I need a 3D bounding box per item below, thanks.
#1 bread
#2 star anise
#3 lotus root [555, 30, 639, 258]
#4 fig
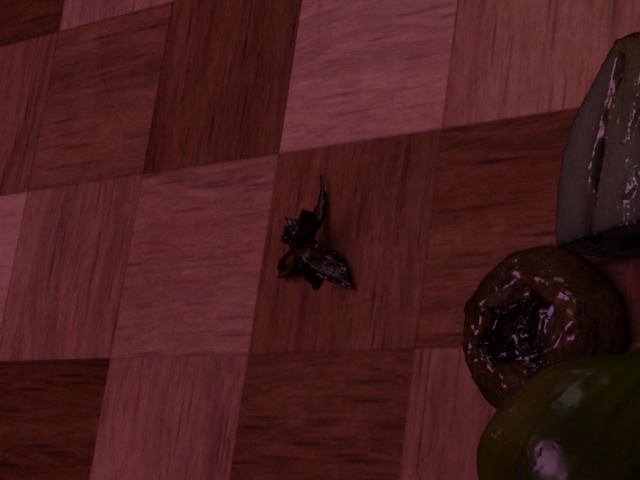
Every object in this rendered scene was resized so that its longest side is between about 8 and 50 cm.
[{"bbox_3d":[0.279,0.114,1.936,0.230,0.123,0.230,-18,60,35],"label":"bread"},{"bbox_3d":[-0.001,-0.008,2.301,0.158,0.144,0.141,-4,116,49],"label":"star anise"},{"bbox_3d":[0.429,-0.126,1.877,0.267,0.149,0.260,-21,58,51],"label":"lotus root"},{"bbox_3d":[0.315,0.244,1.764,0.233,0.314,0.233,16,123,27],"label":"fig"}]
